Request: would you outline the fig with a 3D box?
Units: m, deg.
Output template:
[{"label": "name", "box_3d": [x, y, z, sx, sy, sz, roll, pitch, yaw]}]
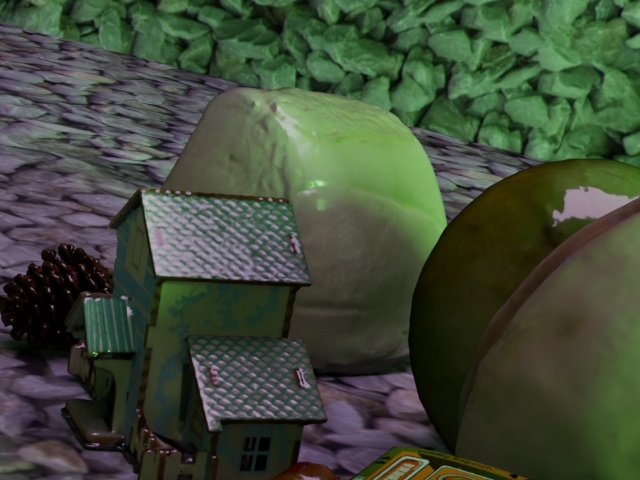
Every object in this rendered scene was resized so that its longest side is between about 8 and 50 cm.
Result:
[{"label": "fig", "box_3d": [0.221, 0.085, 1.397, 0.316, 0.316, 0.316, 11, 14, -3]}]

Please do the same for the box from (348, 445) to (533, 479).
[{"label": "box", "box_3d": [0.071, 0.227, 0.948, 0.177, 0.148, 0.195, 19, 16, 21]}]

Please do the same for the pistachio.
[{"label": "pistachio", "box_3d": [0.310, 0.124, 1.131, 0.445, 0.365, 0.281, -16, 14, 0]}]

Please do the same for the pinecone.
[{"label": "pinecone", "box_3d": [-0.234, 0.050, 1.491, 0.109, 0.102, 0.102, -3, 20, -44]}]

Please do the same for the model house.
[{"label": "model house", "box_3d": [-0.108, 0.059, 1.334, 0.178, 0.206, 0.271, 6, 16, -22]}]

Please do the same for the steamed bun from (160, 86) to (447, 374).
[{"label": "steamed bun", "box_3d": [0.000, 0.000, 1.656, 0.272, 0.273, 0.290, 39, 30, 29]}]

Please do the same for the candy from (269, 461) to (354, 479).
[{"label": "candy", "box_3d": [-0.018, 0.192, 1.219, 0.053, 0.046, 0.182, 19, 18, 33]}]
